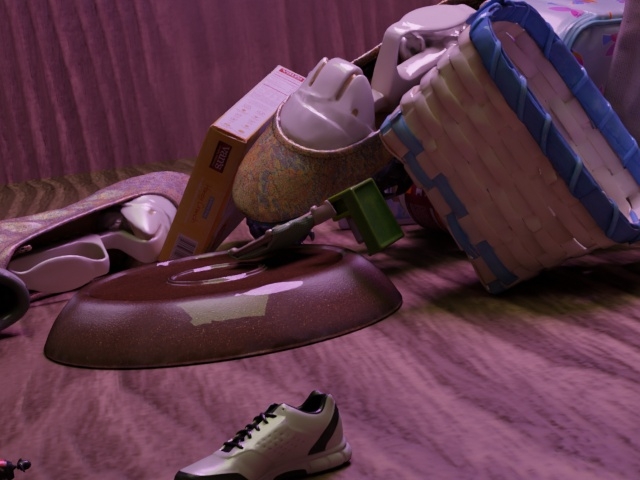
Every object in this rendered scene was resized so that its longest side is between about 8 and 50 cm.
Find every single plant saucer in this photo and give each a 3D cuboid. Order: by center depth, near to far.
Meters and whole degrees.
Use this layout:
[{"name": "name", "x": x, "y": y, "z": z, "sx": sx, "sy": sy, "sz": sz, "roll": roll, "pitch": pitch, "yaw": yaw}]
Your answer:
[{"name": "plant saucer", "x": -0.086, "y": 0.048, "z": 1.272, "sx": 0.311, "sy": 0.050, "sz": 0.310, "roll": -8, "pitch": 8, "yaw": 1}]

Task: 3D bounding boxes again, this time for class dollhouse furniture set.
[{"name": "dollhouse furniture set", "x": 0.000, "y": 0.000, "z": 1.272, "sx": 0.152, "sy": 0.058, "sz": 0.076, "roll": -26, "pitch": 2, "yaw": 41}]

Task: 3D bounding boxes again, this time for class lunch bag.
[{"name": "lunch bag", "x": 0.265, "y": -0.133, "z": 1.474, "sx": 0.108, "sy": 0.224, "sz": 0.279, "roll": 22, "pitch": 23, "yaw": 36}]

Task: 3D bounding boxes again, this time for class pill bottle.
[{"name": "pill bottle", "x": 0.140, "y": -0.049, "z": 1.592, "sx": 0.086, "sy": 0.086, "sz": 0.152, "roll": -10, "pitch": 8, "yaw": -17}]

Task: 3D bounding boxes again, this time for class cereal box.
[{"name": "cereal box", "x": -0.091, "y": -0.081, "z": 1.614, "sx": 0.047, "sy": 0.173, "sz": 0.240, "roll": 26, "pitch": 25, "yaw": 5}]

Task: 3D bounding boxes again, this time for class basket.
[{"name": "basket", "x": 0.215, "y": -0.112, "z": 1.230, "sx": 0.289, "sy": 0.254, "sz": 0.201, "roll": -32, "pitch": 0, "yaw": 30}]

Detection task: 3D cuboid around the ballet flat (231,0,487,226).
[{"name": "ballet flat", "x": 0.053, "y": -0.142, "z": 1.401, "sx": 0.348, "sy": 0.123, "sz": 0.123, "roll": -32, "pitch": 19, "yaw": -25}]

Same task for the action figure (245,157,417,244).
[{"name": "action figure", "x": 0.037, "y": -0.094, "z": 1.539, "sx": 0.276, "sy": 0.141, "sz": 0.164, "roll": -32, "pitch": 6, "yaw": 30}]

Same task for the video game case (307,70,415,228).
[{"name": "video game case", "x": 0.103, "y": -0.112, "z": 1.682, "sx": 0.212, "sy": 0.193, "sz": 0.023, "roll": -4, "pitch": 21, "yaw": 21}]

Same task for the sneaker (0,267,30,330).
[{"name": "sneaker", "x": -0.363, "y": 0.061, "z": 1.268, "sx": 0.108, "sy": 0.100, "sz": 0.271, "roll": 4, "pitch": 13, "yaw": 32}]

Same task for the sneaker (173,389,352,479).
[{"name": "sneaker", "x": -0.034, "y": 0.112, "z": 0.802, "sx": 0.109, "sy": 0.043, "sz": 0.040, "roll": -15, "pitch": 13, "yaw": -35}]

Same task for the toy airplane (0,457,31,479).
[{"name": "toy airplane", "x": -0.236, "y": 0.143, "z": 0.820, "sx": 0.151, "sy": 0.028, "sz": 0.151, "roll": -8, "pitch": 7, "yaw": 1}]

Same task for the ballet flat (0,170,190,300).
[{"name": "ballet flat", "x": -0.233, "y": 0.007, "z": 1.567, "sx": 0.316, "sy": 0.107, "sz": 0.106, "roll": -22, "pitch": 29, "yaw": -35}]

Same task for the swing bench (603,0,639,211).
[{"name": "swing bench", "x": 0.393, "y": -0.156, "z": 1.392, "sx": 0.165, "sy": 0.253, "sz": 0.255, "roll": 25, "pitch": 27, "yaw": 34}]
